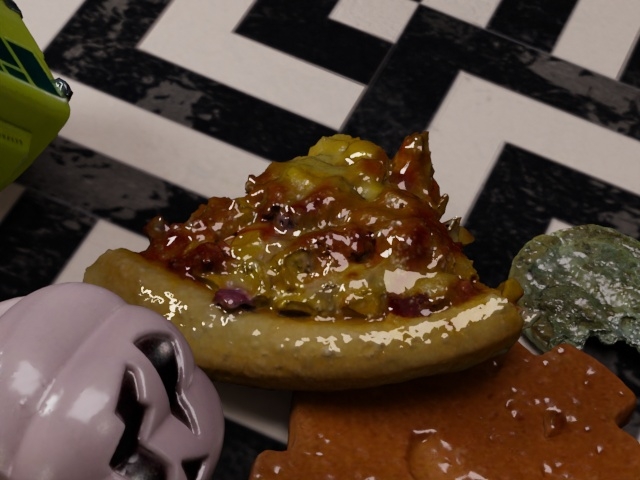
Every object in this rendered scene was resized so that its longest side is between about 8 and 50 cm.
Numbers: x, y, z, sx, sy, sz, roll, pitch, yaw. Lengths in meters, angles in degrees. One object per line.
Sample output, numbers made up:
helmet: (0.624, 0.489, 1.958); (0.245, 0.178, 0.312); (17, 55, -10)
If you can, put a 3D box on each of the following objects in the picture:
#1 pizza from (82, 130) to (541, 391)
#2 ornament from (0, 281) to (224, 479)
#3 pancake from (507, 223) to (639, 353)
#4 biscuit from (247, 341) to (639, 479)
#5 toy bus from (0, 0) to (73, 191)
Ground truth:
pizza: (0.000, 0.000, 1.237); (0.289, 0.081, 0.229); (4, 40, 15)
ornament: (-0.140, 0.109, 1.086); (0.177, 0.177, 0.177); (6, 47, -7)
pancake: (0.190, 0.034, 1.325); (0.129, 0.022, 0.116); (4, 45, -8)
biscuit: (0.068, 0.155, 1.172); (0.306, 0.043, 0.284); (-28, 56, -31)
toy bus: (-0.280, -0.111, 1.203); (0.150, 0.128, 0.262); (55, 15, 27)
